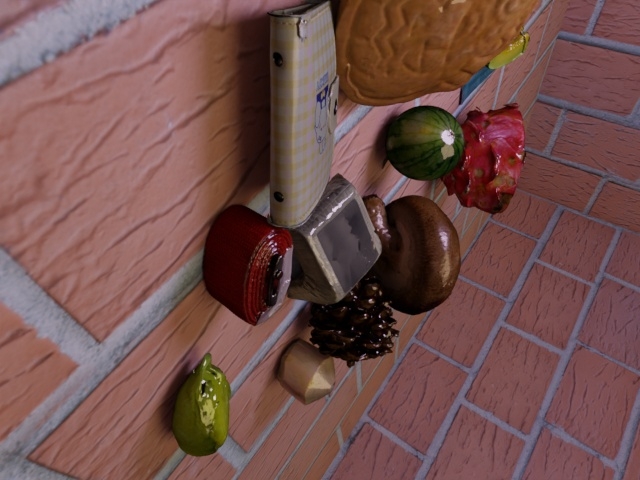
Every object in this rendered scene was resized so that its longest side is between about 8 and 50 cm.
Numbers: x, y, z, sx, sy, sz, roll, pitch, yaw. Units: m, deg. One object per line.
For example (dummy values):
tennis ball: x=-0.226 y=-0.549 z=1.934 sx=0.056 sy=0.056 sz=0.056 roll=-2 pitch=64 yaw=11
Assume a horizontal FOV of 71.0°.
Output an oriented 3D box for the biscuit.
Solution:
biscuit: x=0.198 y=-0.374 z=0.753 sx=0.364 sy=0.062 sz=0.385 roll=-11 pitch=155 yaw=-15

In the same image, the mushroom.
mushroom: x=0.243 y=0.038 z=1.220 sx=0.238 sy=0.345 sz=0.345 roll=-16 pitch=147 yaw=1

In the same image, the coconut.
coconut: x=-0.030 y=0.359 z=1.211 sx=0.147 sy=0.152 sz=0.147 roll=-46 pitch=153 yaw=-32

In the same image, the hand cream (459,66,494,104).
hand cream: x=0.545 y=-0.562 z=1.546 sx=0.224 sy=0.048 sz=0.083 roll=-46 pitch=151 yaw=-19

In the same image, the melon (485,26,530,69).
melon: x=0.539 y=-0.641 z=1.370 sx=0.169 sy=0.129 sz=0.265 roll=-41 pitch=159 yaw=6

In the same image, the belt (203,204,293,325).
belt: x=-0.116 y=0.049 z=0.773 sx=0.128 sy=0.124 sz=0.201 roll=-32 pitch=141 yaw=-45

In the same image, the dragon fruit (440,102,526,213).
dragon fruit: x=0.553 y=-0.285 z=1.566 sx=0.371 sy=0.248 sz=0.387 roll=-73 pitch=167 yaw=-69

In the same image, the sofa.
sofa: x=0.000 y=0.000 z=1.002 sx=0.210 sy=0.176 sz=0.226 roll=-47 pitch=122 yaw=-31

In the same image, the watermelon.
watermelon: x=0.254 y=-0.242 z=1.130 sx=0.187 sy=0.214 sz=0.188 roll=-1 pitch=92 yaw=-27

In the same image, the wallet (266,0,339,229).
wallet: x=-0.025 y=-0.199 z=0.706 sx=0.223 sy=0.077 sz=0.310 roll=-58 pitch=158 yaw=-53

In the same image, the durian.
durian: x=-0.230 y=0.335 z=0.874 sx=0.139 sy=0.101 sz=0.250 roll=-89 pitch=180 yaw=-46

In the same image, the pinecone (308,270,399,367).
pinecone: x=0.078 y=0.204 z=1.185 sx=0.243 sy=0.257 sz=0.243 roll=-23 pitch=178 yaw=-1
